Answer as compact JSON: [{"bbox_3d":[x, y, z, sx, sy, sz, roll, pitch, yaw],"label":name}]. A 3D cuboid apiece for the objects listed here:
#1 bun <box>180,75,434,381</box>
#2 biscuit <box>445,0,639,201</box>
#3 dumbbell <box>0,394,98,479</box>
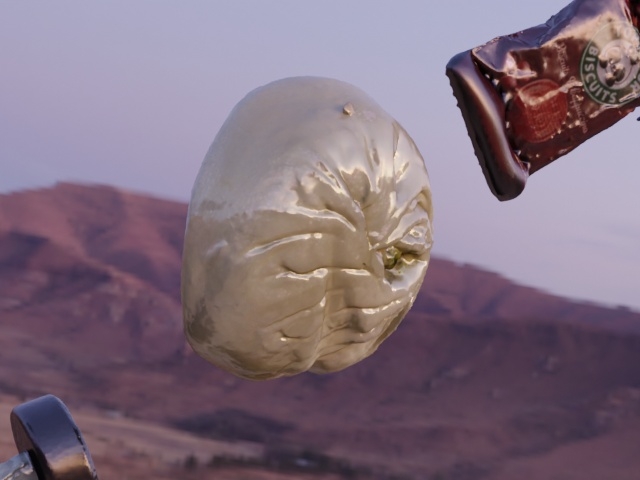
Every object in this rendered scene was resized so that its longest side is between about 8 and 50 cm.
[{"bbox_3d":[0.000,0.000,1.025,0.145,0.229,0.229,16,-1,19],"label":"bun"},{"bbox_3d":[0.223,-0.140,1.272,0.235,0.151,0.063,-27,27,-14],"label":"biscuit"},{"bbox_3d":[-0.263,0.188,1.034,0.191,0.100,0.100,-19,8,-22],"label":"dumbbell"}]
